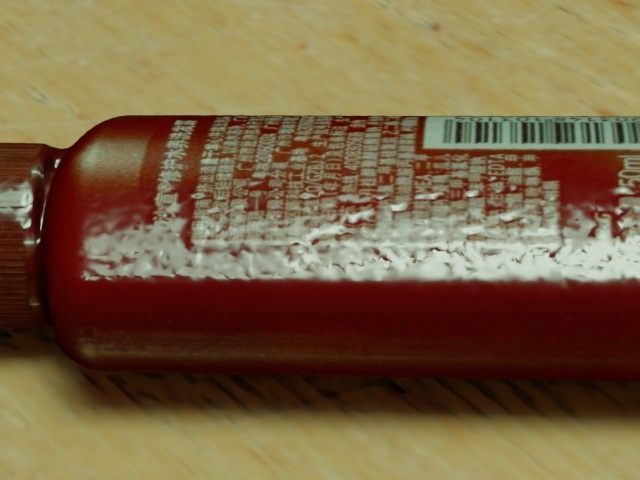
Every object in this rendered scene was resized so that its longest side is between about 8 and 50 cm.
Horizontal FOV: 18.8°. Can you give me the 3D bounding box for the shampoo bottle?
[{"bbox_3d":[0.001,0.001,0.701,0.314,0.076,0.118,0,42,5],"label":"shampoo bottle"}]
